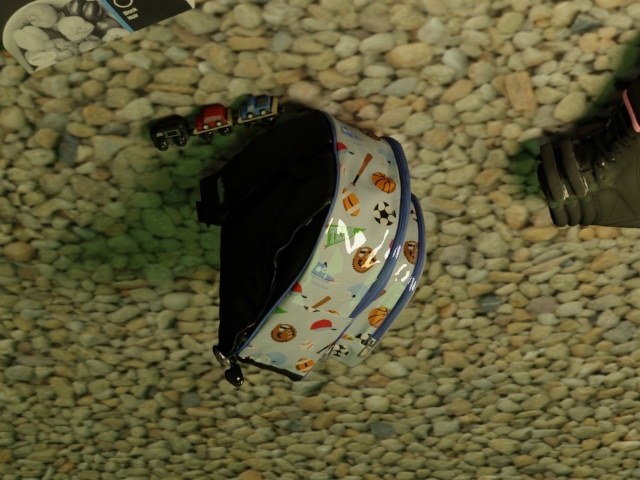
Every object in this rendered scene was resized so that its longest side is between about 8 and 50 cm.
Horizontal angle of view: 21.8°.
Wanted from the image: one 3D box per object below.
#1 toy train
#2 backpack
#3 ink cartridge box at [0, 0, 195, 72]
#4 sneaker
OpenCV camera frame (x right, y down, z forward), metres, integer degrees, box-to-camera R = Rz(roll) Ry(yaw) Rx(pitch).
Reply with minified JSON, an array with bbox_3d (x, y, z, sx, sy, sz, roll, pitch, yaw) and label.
[{"bbox_3d":[-0.116,-0.133,1.837,0.158,0.027,0.036,-12,131,15],"label":"toy train"},{"bbox_3d":[0.000,0.000,1.837,0.213,0.277,0.263,11,135,-23],"label":"backpack"},{"bbox_3d":[-0.260,-0.271,1.634,0.206,0.045,0.208,-18,139,21],"label":"ink cartridge box"},{"bbox_3d":[0.317,-0.099,1.826,0.146,0.105,0.296,-5,147,-3],"label":"sneaker"}]
